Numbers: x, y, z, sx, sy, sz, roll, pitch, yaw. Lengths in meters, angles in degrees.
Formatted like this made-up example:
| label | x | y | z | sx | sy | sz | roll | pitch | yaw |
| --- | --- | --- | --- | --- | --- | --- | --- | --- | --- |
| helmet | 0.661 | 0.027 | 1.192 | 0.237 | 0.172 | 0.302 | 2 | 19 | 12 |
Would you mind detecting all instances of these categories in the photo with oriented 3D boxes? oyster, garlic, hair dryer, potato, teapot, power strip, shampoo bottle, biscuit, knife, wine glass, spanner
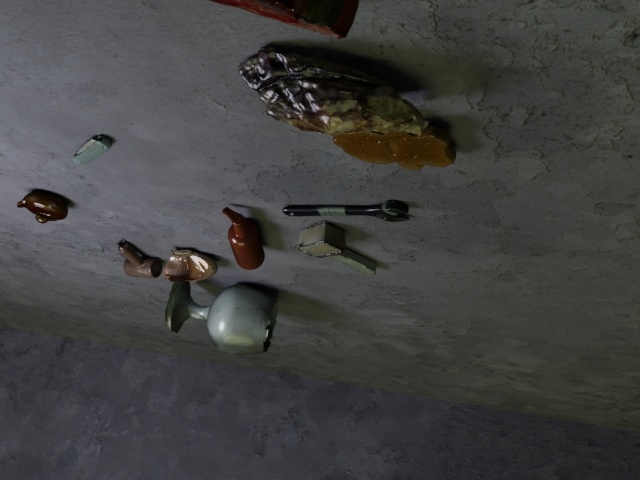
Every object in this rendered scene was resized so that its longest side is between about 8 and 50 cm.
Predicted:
| label | x | y | z | sx | sy | sz | roll | pitch | yaw |
| --- | --- | --- | --- | --- | --- | --- | --- | --- | --- |
| oyster | 0.010 | -0.229 | 1.232 | 0.275 | 0.100 | 0.271 | 21 | 171 | -30 |
| garlic | -0.389 | 0.083 | 2.172 | 0.175 | 0.099 | 0.124 | 2 | 170 | 21 |
| hair dryer | -0.576 | 0.051 | 2.245 | 0.117 | 0.064 | 0.181 | 4 | 148 | 24 |
| potato | -0.001 | 0.000 | 1.818 | 0.086 | 0.061 | 0.122 | 27 | 155 | -31 |
| teapot | -0.750 | -0.085 | 1.975 | 0.129 | 0.078 | 0.098 | 20 | 156 | -17 |
| power strip | 0.075 | 0.047 | 1.924 | 0.191 | 0.030 | 0.048 | 26 | 155 | -30 |
| shampoo bottle | -0.196 | -0.004 | 1.882 | 0.086 | 0.085 | 0.244 | 9 | 155 | 8 |
| biscuit | 0.135 | -0.181 | 1.356 | 0.226 | 0.036 | 0.166 | 5 | 161 | 24 |
| knife | -0.520 | -0.203 | 1.653 | 0.044 | 0.023 | 0.162 | 26 | 153 | -33 |
| wine glass | -0.304 | 0.238 | 2.321 | 0.323 | 0.237 | 0.238 | 10 | 157 | 5 |
| spanner | 0.056 | -0.064 | 1.689 | 0.316 | 0.024 | 0.087 | 0 | 160 | 26 |

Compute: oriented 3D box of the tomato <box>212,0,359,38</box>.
| label | x | y | z | sx | sy | sz | roll | pitch | yaw |
| --- | --- | --- | --- | --- | --- | --- | --- | --- | --- |
| tomato | -0.081 | -0.363 | 0.857 | 0.309 | 0.170 | 0.309 | 24 | -171 | -4 |
